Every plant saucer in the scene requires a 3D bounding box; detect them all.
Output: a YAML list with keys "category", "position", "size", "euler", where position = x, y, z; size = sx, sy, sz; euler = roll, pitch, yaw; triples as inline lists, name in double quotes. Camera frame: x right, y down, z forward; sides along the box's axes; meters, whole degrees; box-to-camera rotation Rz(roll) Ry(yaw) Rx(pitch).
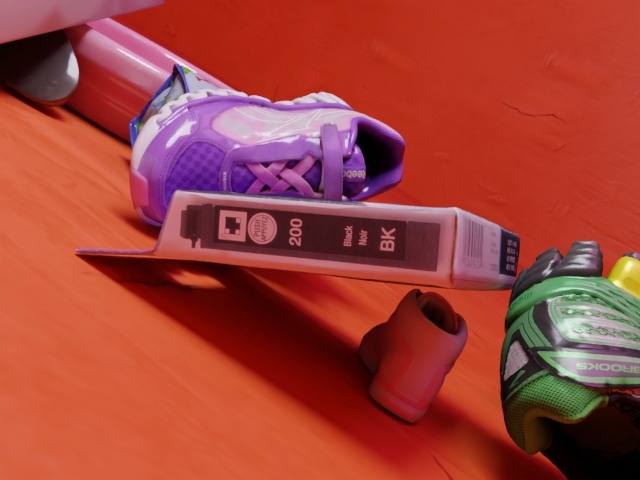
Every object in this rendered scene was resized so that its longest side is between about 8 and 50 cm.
- category: "plant saucer"
  position: [-0.183, -0.158, 1.053]
  size: [0.332, 0.084, 0.332]
  euler: [29, 9, -5]

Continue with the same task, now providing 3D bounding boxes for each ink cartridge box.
- category: "ink cartridge box"
  position: [0.000, 0.000, 0.587]
  size: [0.208, 0.045, 0.206]
  euler: [4, -1, 19]

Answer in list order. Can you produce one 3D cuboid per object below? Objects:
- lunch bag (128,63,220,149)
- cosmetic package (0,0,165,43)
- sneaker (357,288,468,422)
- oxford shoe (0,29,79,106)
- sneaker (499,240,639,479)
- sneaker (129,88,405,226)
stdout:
- category: "lunch bag"
  position: [-0.079, -0.060, 0.821]
  size: [0.129, 0.096, 0.151]
  euler: [27, 27, -33]
- category: "cosmetic package"
  position: [-0.327, -0.282, 0.839]
  size: [0.284, 0.097, 0.377]
  euler: [29, 28, 10]
- category: "sneaker"
  position: [0.061, 0.063, 0.628]
  size: [0.051, 0.070, 0.134]
  euler: [28, 7, -3]
- category: "oxford shoe"
  position: [-0.288, -0.183, 0.906]
  size: [0.212, 0.076, 0.076]
  euler: [43, -24, 23]
- category: "sneaker"
  position: [0.237, 0.160, 0.591]
  size: [0.343, 0.134, 0.146]
  euler: [36, 44, -4]
- category: "sneaker"
  position: [-0.025, -0.056, 0.714]
  size: [0.104, 0.095, 0.236]
  euler: [23, 26, 39]
